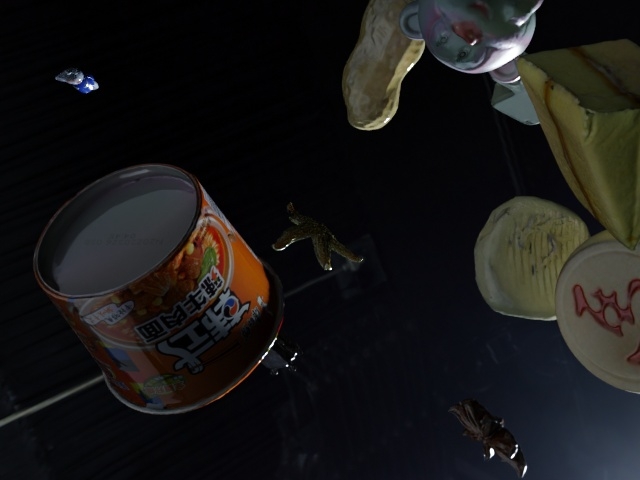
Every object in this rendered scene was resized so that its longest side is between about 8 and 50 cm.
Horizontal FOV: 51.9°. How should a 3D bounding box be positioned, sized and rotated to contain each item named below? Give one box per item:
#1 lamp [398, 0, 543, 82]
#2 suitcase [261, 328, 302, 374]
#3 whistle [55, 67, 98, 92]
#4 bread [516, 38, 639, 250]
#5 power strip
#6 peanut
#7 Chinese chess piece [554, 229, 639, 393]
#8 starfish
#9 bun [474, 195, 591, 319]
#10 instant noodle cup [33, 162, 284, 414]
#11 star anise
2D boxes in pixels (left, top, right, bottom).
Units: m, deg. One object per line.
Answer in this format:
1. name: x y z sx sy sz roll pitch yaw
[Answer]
1. lamp: 0.293 -0.446 1.129 0.247 0.247 0.301 23 -50 -1
2. suitcase: -0.108 0.223 1.395 0.086 0.059 0.126 -22 -58 42
3. whistle: -0.333 -0.221 0.908 0.083 0.033 0.029 4 73 -81
4. bread: 0.350 -0.110 0.879 0.168 0.163 0.264 -113 -162 -49
5. power strip: 0.437 -0.320 1.322 0.265 0.193 0.059 -11 -121 69
6. peanut: 0.131 -0.382 1.388 0.149 0.149 0.313 42 -59 40
7. Chinese chess piece: 0.501 0.109 1.033 0.273 0.102 0.273 25 -59 48
8. starfish: 0.000 0.000 1.250 0.053 0.175 0.208 -57 -166 25
9. bun: 0.449 0.039 1.396 0.273 0.272 0.168 63 -6 3
10. instant noodle cup: -0.188 0.044 0.762 0.250 0.250 0.192 40 -19 42
11. star anise: 0.251 0.285 0.977 0.141 0.042 0.141 45 -17 17
